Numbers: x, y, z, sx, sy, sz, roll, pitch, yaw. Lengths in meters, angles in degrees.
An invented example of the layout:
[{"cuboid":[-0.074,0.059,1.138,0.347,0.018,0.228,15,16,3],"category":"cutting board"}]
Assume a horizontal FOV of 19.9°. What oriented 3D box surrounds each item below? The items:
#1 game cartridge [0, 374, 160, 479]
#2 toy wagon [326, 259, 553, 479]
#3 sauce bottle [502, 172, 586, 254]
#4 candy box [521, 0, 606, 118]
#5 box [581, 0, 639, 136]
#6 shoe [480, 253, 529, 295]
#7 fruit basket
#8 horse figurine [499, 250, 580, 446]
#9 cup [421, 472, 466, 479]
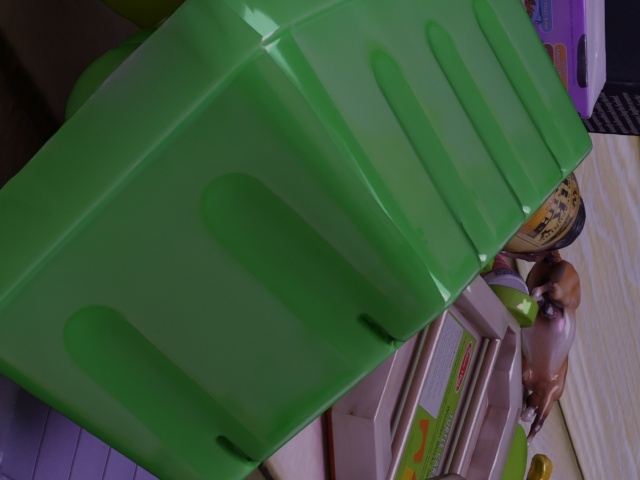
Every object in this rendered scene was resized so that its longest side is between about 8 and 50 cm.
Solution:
[{"cuboid":[-0.157,0.254,0.890,0.230,0.068,0.355,58,41,-65],"category":"game cartridge"},{"cuboid":[0.108,0.157,1.515,0.344,0.068,0.267,47,57,-56],"category":"toy wagon"},{"cuboid":[0.175,-0.045,1.662,0.344,0.111,0.111,14,81,-70],"category":"sauce bottle"},{"cuboid":[0.097,-0.178,1.286,0.070,0.196,0.165,-56,145,-55],"category":"candy box"},{"cuboid":[0.384,-0.259,1.768,0.212,0.395,0.293,34,63,-69],"category":"box"},{"cuboid":[0.136,0.098,1.651,0.081,0.063,0.178,-111,-143,-69],"category":"shoe"},{"cuboid":[-0.056,-0.110,0.904,0.392,0.283,0.392,36,29,-23],"category":"fruit basket"},{"cuboid":[0.225,0.097,1.900,0.174,0.066,0.263,-40,134,-55],"category":"horse figurine"},{"cuboid":[0.044,0.284,1.151,0.331,0.331,0.237,-2,72,-70],"category":"cup"}]
